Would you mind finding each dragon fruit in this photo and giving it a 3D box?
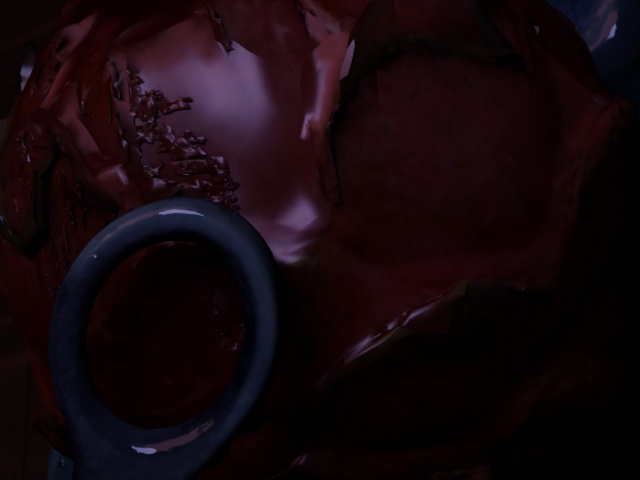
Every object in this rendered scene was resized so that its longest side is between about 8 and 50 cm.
[{"bbox_3d":[0.000,0.000,0.848,0.295,0.302,0.295,-18,25,9],"label":"dragon fruit"}]

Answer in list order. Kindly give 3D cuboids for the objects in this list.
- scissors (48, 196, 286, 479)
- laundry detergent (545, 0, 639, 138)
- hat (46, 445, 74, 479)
[{"bbox_3d":[-0.126,0.173,0.744,0.383,0.256,0.029,-32,3,13],"label":"scissors"},{"bbox_3d":[0.065,-0.067,1.075,0.290,0.094,0.143,-28,38,22],"label":"laundry detergent"},{"bbox_3d":[-0.090,0.144,1.014,0.138,0.078,0.191,-26,53,40],"label":"hat"}]
